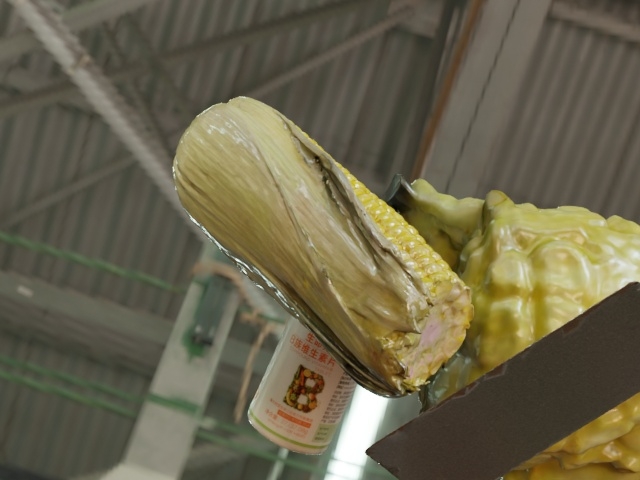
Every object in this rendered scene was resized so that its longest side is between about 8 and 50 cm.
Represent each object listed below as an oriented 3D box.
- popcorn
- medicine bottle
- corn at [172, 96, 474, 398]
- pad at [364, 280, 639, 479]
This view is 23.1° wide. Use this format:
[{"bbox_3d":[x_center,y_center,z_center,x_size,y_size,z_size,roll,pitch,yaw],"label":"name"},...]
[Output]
[{"bbox_3d":[0.192,0.095,1.336,0.237,0.293,0.293,6,-44,-22],"label":"popcorn"},{"bbox_3d":[0.003,0.104,1.476,0.086,0.086,0.183,22,-76,-5],"label":"medicine bottle"},{"bbox_3d":[-0.004,0.002,1.248,0.123,0.305,0.122,-50,-33,2],"label":"corn"},{"bbox_3d":[0.144,0.110,1.059,0.211,0.003,0.143,-33,-36,10],"label":"pad"}]
